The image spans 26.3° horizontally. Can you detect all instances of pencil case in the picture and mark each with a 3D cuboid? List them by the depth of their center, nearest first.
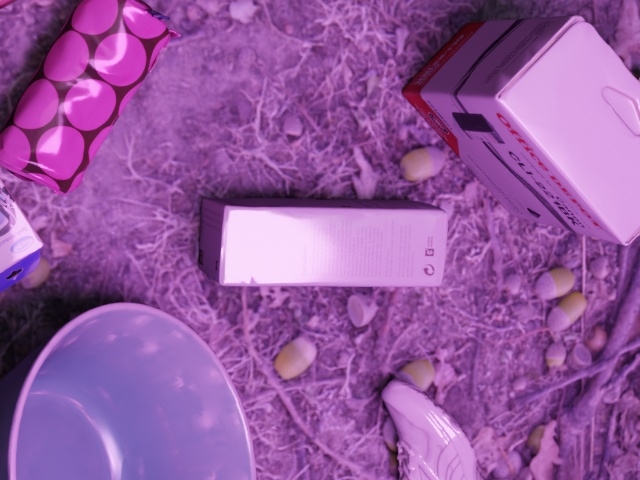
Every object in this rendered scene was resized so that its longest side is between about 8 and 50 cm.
[{"bbox_3d":[-0.228,-0.144,1.324,0.098,0.095,0.209,33,89,-33],"label":"pencil case"}]

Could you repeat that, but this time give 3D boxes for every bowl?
[{"bbox_3d":[-0.220,0.224,1.294,0.311,0.163,0.311,19,64,-47],"label":"bowl"}]

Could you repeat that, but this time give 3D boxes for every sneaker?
[{"bbox_3d":[0.118,0.258,1.469,0.115,0.090,0.232,-34,103,-6],"label":"sneaker"}]

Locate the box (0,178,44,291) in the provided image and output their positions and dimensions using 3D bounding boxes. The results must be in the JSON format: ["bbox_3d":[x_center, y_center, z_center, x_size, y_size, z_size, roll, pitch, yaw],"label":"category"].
[{"bbox_3d":[-0.334,-0.018,1.341,0.081,0.028,0.136,-33,106,-9],"label":"box"}]

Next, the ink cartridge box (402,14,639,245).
[{"bbox_3d":[0.221,-0.113,1.353,0.114,0.273,0.197,-46,105,-6],"label":"ink cartridge box"}]

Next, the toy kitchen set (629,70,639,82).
[{"bbox_3d":[0.365,-0.133,1.497,0.075,0.068,0.083,23,91,-17],"label":"toy kitchen set"}]

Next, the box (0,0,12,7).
[{"bbox_3d":[-0.290,-0.303,1.265,0.232,0.127,0.148,-31,104,-10],"label":"box"}]

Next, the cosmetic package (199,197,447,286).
[{"bbox_3d":[0.000,0.000,1.389,0.231,0.117,0.085,2,96,-17],"label":"cosmetic package"}]
